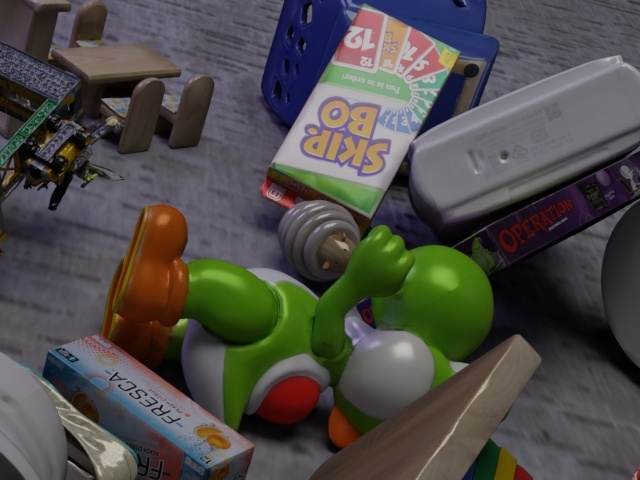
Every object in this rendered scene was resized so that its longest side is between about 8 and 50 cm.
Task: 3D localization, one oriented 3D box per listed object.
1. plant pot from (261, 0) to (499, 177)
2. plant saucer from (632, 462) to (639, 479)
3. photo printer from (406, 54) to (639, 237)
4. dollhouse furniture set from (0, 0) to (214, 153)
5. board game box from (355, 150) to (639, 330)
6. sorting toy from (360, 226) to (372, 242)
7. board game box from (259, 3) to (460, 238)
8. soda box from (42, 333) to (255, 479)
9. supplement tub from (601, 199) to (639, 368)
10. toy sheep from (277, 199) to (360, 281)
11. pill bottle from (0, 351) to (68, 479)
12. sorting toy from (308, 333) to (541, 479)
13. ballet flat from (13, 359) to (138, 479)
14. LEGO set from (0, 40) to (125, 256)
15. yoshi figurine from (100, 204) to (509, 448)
[{"bbox_3d":[0.076,-0.209,1.981,0.236,0.236,0.212,10,32,-18],"label":"plant pot"},{"bbox_3d":[0.417,0.182,1.348,0.259,0.048,0.258,27,53,16],"label":"plant saucer"},{"bbox_3d":[0.216,-0.093,1.762,0.256,0.107,0.307,-23,-5,1],"label":"photo printer"},{"bbox_3d":[-0.265,-0.218,1.840,0.242,0.161,0.212,-11,38,-46],"label":"dollhouse furniture set"},{"bbox_3d":[0.216,-0.009,1.649,0.347,0.208,0.056,-24,80,-43],"label":"board game box"},{"bbox_3d":[0.026,-0.013,1.777,0.061,0.042,0.102,-10,46,-19],"label":"sorting toy"},{"bbox_3d":[0.044,-0.129,1.774,0.124,0.039,0.259,27,68,3],"label":"board game box"},{"bbox_3d":[-0.143,0.149,1.309,0.183,0.058,0.063,32,29,28],"label":"soda box"},{"bbox_3d":[0.482,0.034,1.741,0.331,0.241,0.241,-7,35,-42],"label":"supplement tub"},{"bbox_3d":[0.000,0.000,1.677,0.091,0.091,0.132,1,17,-33],"label":"toy sheep"},{"bbox_3d":[-0.267,0.211,0.926,0.210,0.210,0.363,17,25,-3],"label":"pill bottle"},{"bbox_3d":[0.029,0.213,1.034,0.089,0.257,0.255,44,50,-3],"label":"sorting toy"},{"bbox_3d":[-0.216,0.145,1.274,0.168,0.057,0.052,29,37,23],"label":"ballet flat"},{"bbox_3d":[-0.370,-0.083,1.555,0.331,0.192,0.255,20,55,11],"label":"LEGO set"},{"bbox_3d":[0.002,0.059,1.438,0.362,0.203,0.203,17,19,-9],"label":"yoshi figurine"}]
